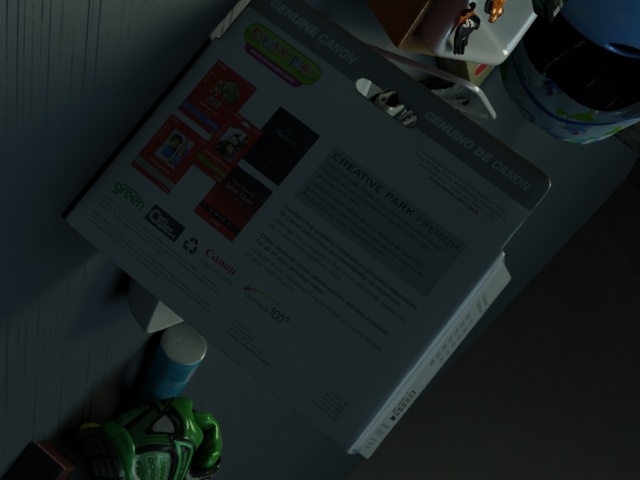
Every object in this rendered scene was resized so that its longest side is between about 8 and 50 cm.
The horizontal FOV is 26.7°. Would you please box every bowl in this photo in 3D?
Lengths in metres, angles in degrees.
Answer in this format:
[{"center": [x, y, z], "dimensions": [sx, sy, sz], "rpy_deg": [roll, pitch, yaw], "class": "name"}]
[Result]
[{"center": [-0.130, 0.015, 1.338], "dimensions": [0.142, 0.053, 0.142], "rpy_deg": [-57, 165, 23], "class": "bowl"}]

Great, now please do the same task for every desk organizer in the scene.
[{"center": [-0.315, 0.274, 1.412], "dimensions": [0.130, 0.047, 0.050], "rpy_deg": [-52, 168, 1], "class": "desk organizer"}]

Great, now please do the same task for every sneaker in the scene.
[{"center": [-0.174, 0.277, 1.580], "dimensions": [0.146, 0.134, 0.343], "rpy_deg": [-22, 161, -6], "class": "sneaker"}]

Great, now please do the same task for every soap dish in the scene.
[{"center": [0.165, -0.296, 1.361], "dimensions": [0.229, 0.118, 0.291], "rpy_deg": [-56, 164, 16], "class": "soap dish"}]

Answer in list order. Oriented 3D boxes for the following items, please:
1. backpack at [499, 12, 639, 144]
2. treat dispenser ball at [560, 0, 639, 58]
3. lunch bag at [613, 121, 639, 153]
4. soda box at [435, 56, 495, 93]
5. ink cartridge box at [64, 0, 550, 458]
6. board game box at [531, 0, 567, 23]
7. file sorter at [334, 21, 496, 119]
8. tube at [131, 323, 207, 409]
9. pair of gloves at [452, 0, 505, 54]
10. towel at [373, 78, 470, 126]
[{"center": [0.417, -0.289, 1.849], "dimensions": [0.355, 0.290, 0.273], "rpy_deg": [-39, 177, -26], "class": "backpack"}, {"center": [0.403, -0.358, 1.593], "dimensions": [0.288, 0.288, 0.288], "rpy_deg": [-47, 165, -17], "class": "treat dispenser ball"}, {"center": [0.467, -0.262, 2.114], "dimensions": [0.169, 0.235, 0.287], "rpy_deg": [-50, 166, -1], "class": "lunch bag"}, {"center": [0.176, -0.243, 1.640], "dimensions": [0.061, 0.058, 0.181], "rpy_deg": [-51, 166, -3], "class": "soda box"}, {"center": [-0.002, -0.018, 1.137], "dimensions": [0.272, 0.309, 0.130], "rpy_deg": [-51, 166, -3], "class": "ink cartridge box"}, {"center": [0.253, -0.297, 1.334], "dimensions": [0.126, 0.026, 0.186], "rpy_deg": [-52, 166, 0], "class": "board game box"}, {"center": [0.047, -0.048, 1.359], "dimensions": [0.193, 0.173, 0.277], "rpy_deg": [22, 89, -75], "class": "file sorter"}, {"center": [-0.182, 0.171, 1.569], "dimensions": [0.080, 0.052, 0.207], "rpy_deg": [-25, 158, -34], "class": "tube"}, {"center": [0.153, -0.213, 1.268], "dimensions": [0.083, 0.010, 0.074], "rpy_deg": [-45, 164, -18], "class": "pair of gloves"}, {"center": [0.080, -0.071, 1.762], "dimensions": [0.312, 0.056, 0.324], "rpy_deg": [-26, 150, -59], "class": "towel"}]
